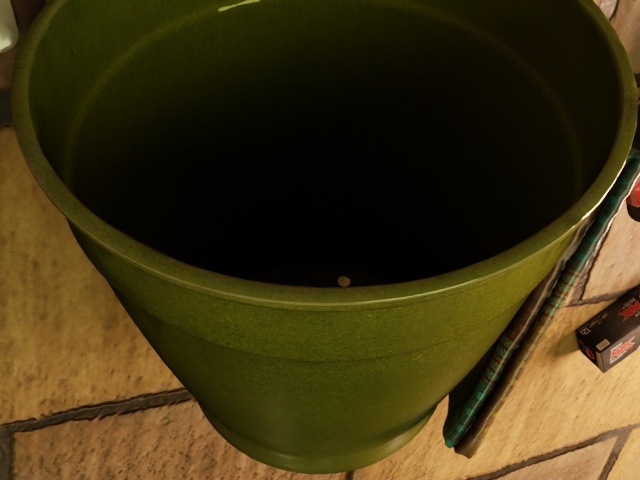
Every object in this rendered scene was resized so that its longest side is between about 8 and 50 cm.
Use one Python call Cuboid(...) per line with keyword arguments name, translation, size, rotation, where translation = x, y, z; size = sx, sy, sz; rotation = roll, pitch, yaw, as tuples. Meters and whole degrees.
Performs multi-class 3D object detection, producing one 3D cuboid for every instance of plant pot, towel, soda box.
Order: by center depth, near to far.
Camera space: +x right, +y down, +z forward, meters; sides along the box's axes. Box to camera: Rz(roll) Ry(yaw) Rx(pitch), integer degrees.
Cuboid(name="plant pot", translation=(0.000, 0.000, 0.625), size=(0.366, 0.366, 0.353), rotation=(-21, 143, -18))
Cuboid(name="towel", translation=(0.192, 0.023, 0.771), size=(0.271, 0.040, 0.370), rotation=(-64, 173, 12))
Cuboid(name="soda box", translation=(0.452, 0.114, 1.178), size=(0.169, 0.053, 0.060), rotation=(-34, 135, -5))

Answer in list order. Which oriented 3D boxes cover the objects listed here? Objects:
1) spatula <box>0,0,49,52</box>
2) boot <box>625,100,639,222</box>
Cuboid(name="spatula", translation=(-0.198, -0.243, 0.511), size=(0.168, 0.019, 0.242), rotation=(-23, 133, -15))
Cuboid(name="boot", translation=(0.458, -0.128, 0.976), size=(0.244, 0.088, 0.176), rotation=(-37, 136, 9))
